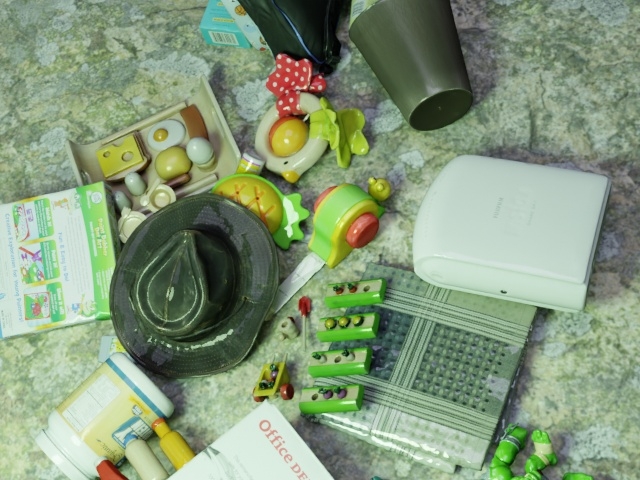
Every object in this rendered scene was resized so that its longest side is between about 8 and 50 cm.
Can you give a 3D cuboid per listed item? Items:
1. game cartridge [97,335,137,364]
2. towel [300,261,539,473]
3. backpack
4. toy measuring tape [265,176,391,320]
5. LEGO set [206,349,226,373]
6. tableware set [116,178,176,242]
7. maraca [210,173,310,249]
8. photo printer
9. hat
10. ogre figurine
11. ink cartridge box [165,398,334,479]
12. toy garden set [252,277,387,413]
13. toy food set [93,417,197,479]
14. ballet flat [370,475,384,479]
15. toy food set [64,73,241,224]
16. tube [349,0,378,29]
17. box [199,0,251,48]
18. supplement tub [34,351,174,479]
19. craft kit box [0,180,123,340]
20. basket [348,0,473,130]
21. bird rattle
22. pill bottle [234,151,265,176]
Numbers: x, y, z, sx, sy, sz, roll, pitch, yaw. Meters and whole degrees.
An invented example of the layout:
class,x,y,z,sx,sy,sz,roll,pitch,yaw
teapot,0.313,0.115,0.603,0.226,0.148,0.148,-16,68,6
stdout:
class,x,y,z,sx,sy,sz,roll,pitch,yaw
game cartridge,-0.354,0.197,1.956,0.083,0.017,0.056,-2,66,11
towel,0.171,0.207,1.824,0.324,0.056,0.312,15,64,22
backpack,-0.055,-0.499,2.135,0.213,0.276,0.263,10,61,32
toy measuring tape,0.000,0.000,1.926,0.330,0.121,0.121,-43,62,-11
LEGO set,-0.195,0.202,1.913,0.083,0.023,0.054,22,69,22
tableware set,-0.286,-0.023,2.020,0.168,0.020,0.141,38,91,4
maraca,-0.113,-0.052,1.987,0.185,0.099,0.127,16,102,5
photo printer,0.315,-0.021,1.855,0.307,0.107,0.256,11,54,18
hat,-0.236,0.067,1.870,0.331,0.134,0.331,-3,77,13
ogre figurine,0.334,0.373,1.673,0.118,0.097,0.197,-34,75,-27
ink cartridge box,-0.124,0.439,1.712,0.307,0.129,0.223,-38,61,-8
toy garden set,-0.009,0.169,1.839,0.203,0.049,0.244,-8,51,30
toy food set,-0.313,0.397,1.767,0.232,0.111,0.104,-49,60,11
ballet flat,0.122,0.415,1.729,0.114,0.041,0.041,28,72,24
toy food set,-0.321,-0.170,2.097,0.306,0.092,0.220,-25,61,-2
tube,0.100,-0.506,2.206,0.070,0.062,0.240,23,55,-25
box,-0.161,-0.513,2.260,0.100,0.060,0.244,9,65,16
supplement tub,-0.358,0.300,1.829,0.199,0.144,0.144,-45,63,-12
craft kit box,-0.486,0.038,2.005,0.246,0.061,0.250,-12,80,9
basket,0.183,-0.330,2.042,0.204,0.154,0.227,-20,64,2
bird rattle,-0.044,-0.222,2.051,0.207,0.143,0.253,-49,59,4
pill bottle,-0.138,-0.119,2.042,0.043,0.043,0.083,32,105,25
